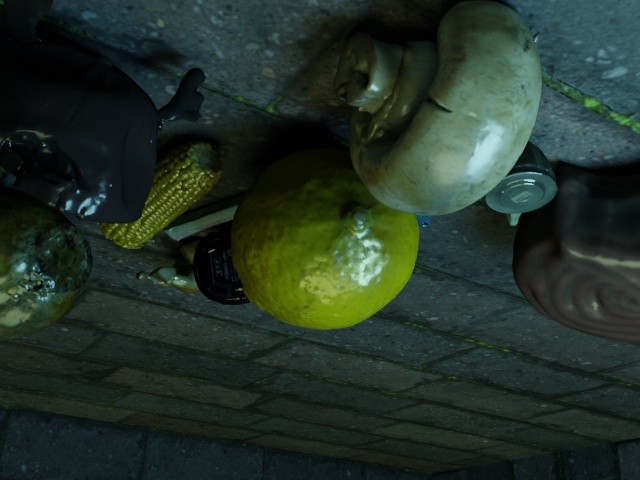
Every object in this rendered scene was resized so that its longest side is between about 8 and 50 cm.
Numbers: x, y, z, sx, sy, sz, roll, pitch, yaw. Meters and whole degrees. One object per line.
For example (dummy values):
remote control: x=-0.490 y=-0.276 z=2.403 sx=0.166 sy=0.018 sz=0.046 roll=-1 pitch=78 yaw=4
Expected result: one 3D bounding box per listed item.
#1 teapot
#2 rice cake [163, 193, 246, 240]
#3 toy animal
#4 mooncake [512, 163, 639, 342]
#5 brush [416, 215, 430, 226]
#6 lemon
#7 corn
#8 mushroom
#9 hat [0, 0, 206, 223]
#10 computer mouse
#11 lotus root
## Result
teapot: x=0.252 y=-0.086 z=0.987 sx=0.092 sy=0.091 sz=0.124 roll=12 pitch=147 yaw=-17
rice cake: x=-0.167 y=-0.040 z=1.181 sx=0.207 sy=0.033 sz=0.033 roll=-16 pitch=139 yaw=31
toy animal: x=-0.172 y=0.073 z=1.351 sx=0.312 sy=0.097 sz=0.157 roll=10 pitch=159 yaw=-11
mooncake: x=0.453 y=0.018 z=1.039 sx=0.326 sy=0.174 sz=0.334 roll=19 pitch=150 yaw=-2
brush: x=0.124 y=-0.055 z=1.145 sx=0.051 sy=0.014 sz=0.164 roll=-15 pitch=150 yaw=34
lemon: x=0.000 y=0.000 z=1.012 sx=0.245 sy=0.245 sz=0.320 roll=11 pitch=166 yaw=-17
corn: x=-0.236 y=-0.065 z=1.074 sx=0.091 sy=0.091 sz=0.260 roll=3 pitch=156 yaw=-46
mushroom: x=0.117 y=-0.127 z=0.805 sx=0.195 sy=0.189 sz=0.253 roll=14 pitch=148 yaw=-27
hat: x=-0.273 y=-0.159 z=0.845 sx=0.238 sy=0.209 sz=0.336 roll=33 pitch=178 yaw=-22
computer mouse: x=-0.092 y=0.034 z=1.222 sx=0.233 sy=0.137 sz=0.096 roll=-5 pitch=173 yaw=10
lotus root: x=-0.530 y=0.044 z=1.161 sx=0.346 sy=0.250 sz=0.250 roll=-9 pitch=151 yaw=21
